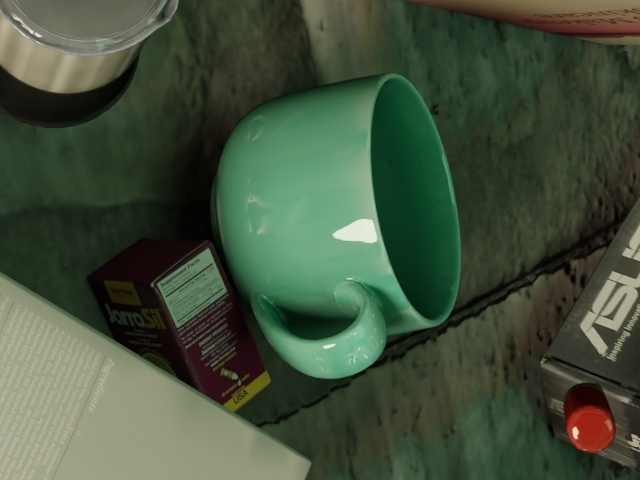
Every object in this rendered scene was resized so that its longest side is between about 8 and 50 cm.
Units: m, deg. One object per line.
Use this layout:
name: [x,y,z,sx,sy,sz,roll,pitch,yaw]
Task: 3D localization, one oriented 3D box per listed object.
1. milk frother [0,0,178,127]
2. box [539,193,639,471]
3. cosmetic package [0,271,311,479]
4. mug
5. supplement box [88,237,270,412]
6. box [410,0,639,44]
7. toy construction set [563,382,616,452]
milk frother: [-0.139,-0.082,0.857,0.129,0.135,0.143,16,77,-10]
box: [0.362,0.001,1.186,0.395,0.318,0.097,-55,149,-24]
cosmetic package: [-0.133,0.087,0.879,0.238,0.127,0.107,38,68,-34]
mug: [-0.001,-0.009,0.985,0.158,0.097,0.129,-33,111,-67]
supplement box: [-0.069,0.044,0.979,0.043,0.055,0.083,-37,115,-34]
box: [0.141,-0.185,1.091,0.232,0.148,0.127,6,88,-41]
toy construction set: [0.104,0.223,1.065,0.237,0.257,0.309,-25,137,-83]
